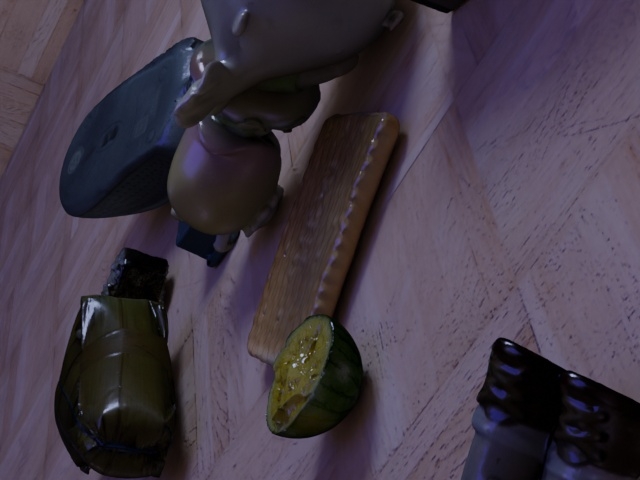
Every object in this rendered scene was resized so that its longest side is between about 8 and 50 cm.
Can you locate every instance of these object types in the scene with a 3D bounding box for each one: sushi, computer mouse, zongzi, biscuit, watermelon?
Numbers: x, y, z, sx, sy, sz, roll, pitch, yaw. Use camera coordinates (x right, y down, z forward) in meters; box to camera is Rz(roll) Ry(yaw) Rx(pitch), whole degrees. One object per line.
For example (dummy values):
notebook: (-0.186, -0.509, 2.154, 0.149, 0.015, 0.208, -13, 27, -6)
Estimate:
sushi: (-0.242, 0.086, 1.741, 0.090, 0.078, 0.150, -160, 89, -76)
computer mouse: (-0.223, -0.132, 1.841, 0.371, 0.122, 0.188, -28, 48, 51)
zongzi: (-0.246, 0.236, 1.575, 0.260, 0.123, 0.289, -108, 33, -55)
biscuit: (0.001, 0.000, 1.278, 0.160, 0.030, 0.250, 9, 80, 70)
watermelon: (-0.001, 0.117, 1.127, 0.105, 0.062, 0.105, -50, 22, 29)

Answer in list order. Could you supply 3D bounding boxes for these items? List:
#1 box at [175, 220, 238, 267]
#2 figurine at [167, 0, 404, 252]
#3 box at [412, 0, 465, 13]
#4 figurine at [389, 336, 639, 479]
box: (-0.130, -0.028, 1.600, 0.074, 0.054, 0.099, -49, 28, 39)
figurine: (-0.080, -0.147, 1.367, 0.274, 0.226, 0.394, -43, -19, -52)
box: (0.103, -0.323, 1.116, 0.252, 0.188, 0.153, 141, 141, -58)
figurine: (0.055, 0.235, 0.749, 0.281, 0.167, 0.370, 24, 84, 42)
